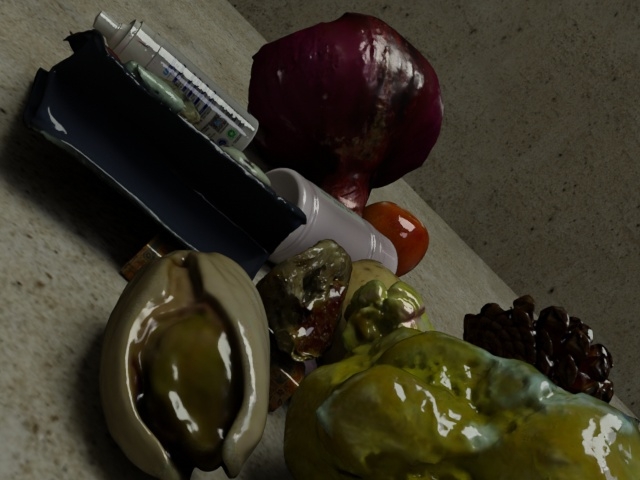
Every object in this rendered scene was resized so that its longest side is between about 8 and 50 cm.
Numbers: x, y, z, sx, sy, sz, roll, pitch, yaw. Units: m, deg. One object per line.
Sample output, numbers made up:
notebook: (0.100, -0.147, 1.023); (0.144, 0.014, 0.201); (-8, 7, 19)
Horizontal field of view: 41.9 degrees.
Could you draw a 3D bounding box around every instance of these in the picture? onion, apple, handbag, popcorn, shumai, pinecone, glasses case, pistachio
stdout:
onion: (0.052, -0.192, 1.569); (0.398, 0.398, 0.420); (33, 41, -43)
apple: (0.133, -0.004, 1.639); (0.163, 0.139, 0.163); (43, 17, -17)
handbag: (-0.182, -0.111, 0.966); (0.303, 0.122, 0.329); (41, 3, -24)
popcorn: (0.074, 0.100, 0.899); (0.109, 0.097, 0.089); (42, 44, -28)
shumai: (-0.007, 0.069, 0.902); (0.105, 0.123, 0.139); (58, -6, 5)
pinecone: (0.420, 0.246, 1.583); (0.296, 0.242, 0.298); (32, 14, -39)
glasses case: (-0.109, 0.082, 0.892); (0.218, 0.049, 0.075); (45, 15, -9)
pistachio: (-0.107, 0.100, 0.686); (0.238, 0.137, 0.153); (-106, -176, -59)

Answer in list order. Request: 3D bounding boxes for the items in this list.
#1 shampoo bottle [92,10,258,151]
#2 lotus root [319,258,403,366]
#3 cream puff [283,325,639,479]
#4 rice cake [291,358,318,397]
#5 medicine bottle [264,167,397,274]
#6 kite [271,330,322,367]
shampoo bottle: (-0.238, -0.254, 1.346); (0.303, 0.092, 0.092); (39, 16, -25)
lotus root: (0.081, 0.150, 1.018); (0.160, 0.146, 0.284); (8, 43, -55)
cream puff: (0.116, 0.254, 0.710); (0.378, 0.275, 0.378); (31, -18, 11)
rice cake: (-0.011, 0.174, 0.947); (0.047, 0.036, 0.207); (20, 29, -33)
medicine bottle: (0.000, 0.000, 1.261); (0.249, 0.133, 0.133); (31, 21, -43)
kite: (0.009, 0.172, 1.065); (0.241, 0.014, 0.183); (38, 16, -27)
